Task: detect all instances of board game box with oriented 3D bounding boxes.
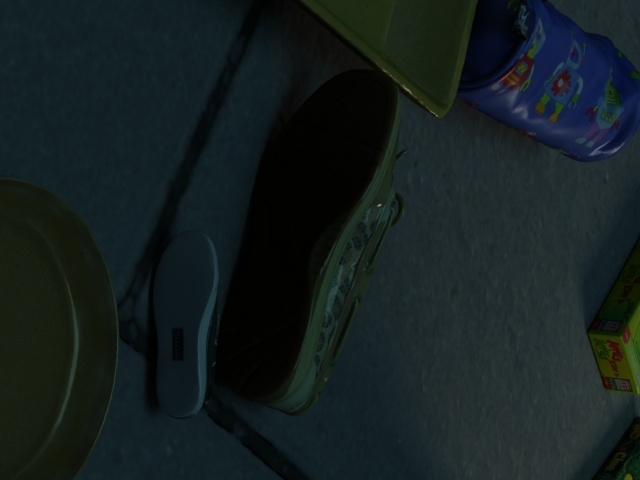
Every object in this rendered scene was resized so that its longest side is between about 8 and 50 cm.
[{"bbox_3d":[0.335,0.329,1.943,0.260,0.030,0.136,-43,125,-45],"label":"board game box"},{"bbox_3d":[0.371,0.082,1.956,0.181,0.043,0.092,-54,134,-38],"label":"board game box"}]

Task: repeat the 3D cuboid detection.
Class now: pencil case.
[{"bbox_3d":[0.208,-0.168,1.623,0.306,0.119,0.133,19,100,-56],"label":"pencil case"}]

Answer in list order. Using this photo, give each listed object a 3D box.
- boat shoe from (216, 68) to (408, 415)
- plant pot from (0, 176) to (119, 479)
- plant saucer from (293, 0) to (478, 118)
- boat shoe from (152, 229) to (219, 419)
[{"bbox_3d":[0.000,0.000,1.368,0.089,0.105,0.285,35,75,-56],"label":"boat shoe"},{"bbox_3d":[-0.221,0.076,1.104,0.236,0.032,0.236,-7,98,-56],"label":"plant pot"},{"bbox_3d":[0.033,-0.311,1.393,0.333,0.081,0.332,33,65,-52],"label":"plant saucer"},{"bbox_3d":[-0.099,0.063,1.273,0.040,0.049,0.142,2,93,-74],"label":"boat shoe"}]
